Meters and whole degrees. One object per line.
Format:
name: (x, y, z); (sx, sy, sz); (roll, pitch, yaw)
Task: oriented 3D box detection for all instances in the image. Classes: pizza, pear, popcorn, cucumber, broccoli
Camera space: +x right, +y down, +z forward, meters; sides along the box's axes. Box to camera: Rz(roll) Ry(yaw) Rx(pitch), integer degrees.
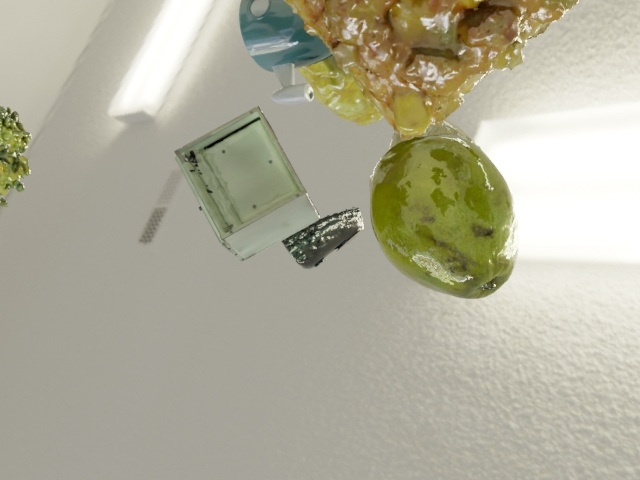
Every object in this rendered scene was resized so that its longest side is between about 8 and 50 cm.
pizza: (0.077, -0.245, 0.648); (0.258, 0.268, 0.087); (-42, -175, 14)
pear: (0.177, -0.033, 1.240); (0.212, 0.212, 0.269); (-45, -124, 16)
popcorn: (0.056, -0.376, 1.784); (0.252, 0.286, 0.215); (-35, -171, -39)
cucumber: (0.000, 0.000, 1.746); (0.193, 0.085, 0.115); (-31, 169, -28)
broccoli: (-0.537, -0.127, 1.356); (0.180, 0.273, 0.242); (-34, -144, -13)

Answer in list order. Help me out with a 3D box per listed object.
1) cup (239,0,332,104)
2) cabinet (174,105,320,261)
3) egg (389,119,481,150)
cup: (-0.022, -0.380, 1.491); (0.173, 0.168, 0.299); (-3, -102, 33)
cabinet: (-0.106, -0.075, 1.279); (0.150, 0.206, 0.145); (-29, -100, 0)
egg: (0.190, -0.108, 1.418); (0.164, 0.201, 0.164); (-27, -177, 1)
